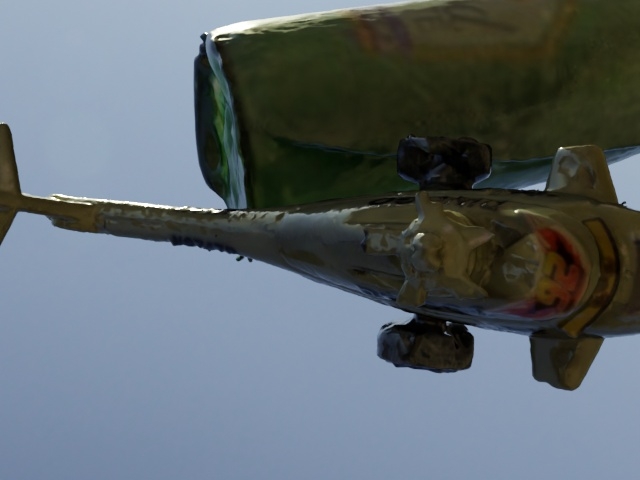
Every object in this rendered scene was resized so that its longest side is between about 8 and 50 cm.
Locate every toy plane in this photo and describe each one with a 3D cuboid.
[{"bbox_3d":[0.000,0.000,0.502,0.108,0.286,0.092,2,-85,-64],"label":"toy plane"}]

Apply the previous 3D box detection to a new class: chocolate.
[{"bbox_3d":[0.091,-0.070,0.612,0.291,0.110,0.110,-12,-117,-14],"label":"chocolate"}]
